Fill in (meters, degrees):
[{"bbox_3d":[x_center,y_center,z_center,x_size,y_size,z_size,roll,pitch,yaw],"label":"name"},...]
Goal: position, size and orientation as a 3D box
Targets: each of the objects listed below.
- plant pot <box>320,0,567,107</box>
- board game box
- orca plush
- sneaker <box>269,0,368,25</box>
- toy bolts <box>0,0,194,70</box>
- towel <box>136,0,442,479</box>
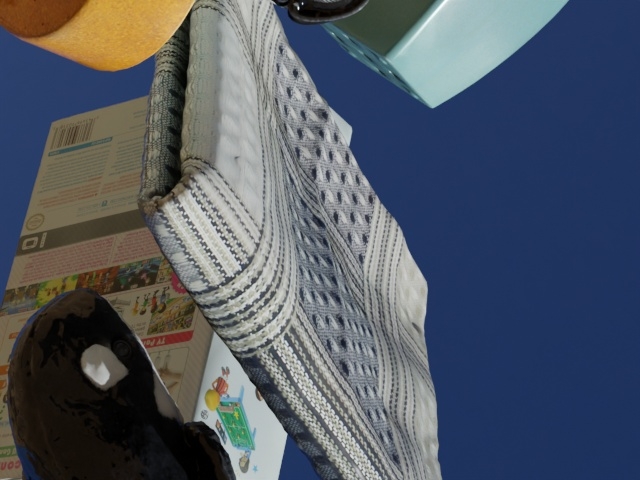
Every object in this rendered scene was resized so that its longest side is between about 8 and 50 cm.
[{"bbox_3d":[0.105,-0.238,1.512,0.165,0.165,0.234,37,-90,30],"label":"plant pot"},{"bbox_3d":[-0.117,0.042,1.343,0.224,0.097,0.303,-11,-126,37],"label":"board game box"},{"bbox_3d":[-0.125,0.176,0.976,0.151,0.102,0.287,10,-74,37],"label":"orca plush"},{"bbox_3d":[-0.033,-0.174,0.637,0.079,0.217,0.121,-32,-167,-1],"label":"sneaker"},{"bbox_3d":[-0.004,-0.171,0.557,0.218,0.158,0.228,-49,-126,38],"label":"toy bolts"},{"bbox_3d":[0.000,0.000,1.023,0.056,0.312,0.324,-24,-148,13],"label":"towel"}]
